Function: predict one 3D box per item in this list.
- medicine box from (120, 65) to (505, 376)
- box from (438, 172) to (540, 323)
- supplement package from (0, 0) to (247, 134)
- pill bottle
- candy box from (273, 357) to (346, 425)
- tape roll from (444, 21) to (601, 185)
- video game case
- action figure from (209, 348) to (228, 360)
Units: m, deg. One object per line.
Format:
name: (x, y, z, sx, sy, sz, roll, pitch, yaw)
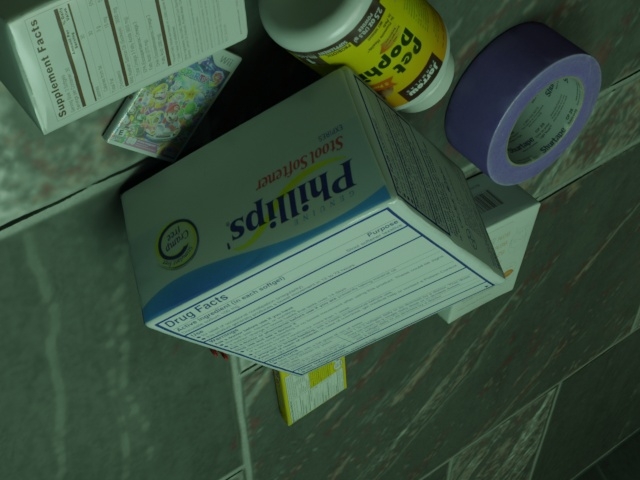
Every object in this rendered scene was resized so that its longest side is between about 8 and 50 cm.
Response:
medicine box: (0.000, 0.000, 0.973, 0.263, 0.149, 0.289, -27, 152, 20)
box: (0.207, 0.007, 1.342, 0.130, 0.091, 0.170, -24, 142, -29)
supplement package: (-0.159, -0.179, 0.722, 0.179, 0.105, 0.105, -30, 145, -20)
pill bottle: (0.045, -0.194, 0.915, 0.117, 0.117, 0.215, -51, 147, 10)
candy box: (-0.015, 0.168, 1.340, 0.105, 0.027, 0.206, -28, 144, -19)
tape roll: (0.250, -0.166, 1.207, 0.189, 0.080, 0.189, -29, 144, -24)
video game case: (-0.134, -0.130, 0.891, 0.087, 0.011, 0.122, 15, 115, -53)
action figure: (-0.085, 0.097, 1.185, 0.115, 0.030, 0.038, -50, 142, 6)
